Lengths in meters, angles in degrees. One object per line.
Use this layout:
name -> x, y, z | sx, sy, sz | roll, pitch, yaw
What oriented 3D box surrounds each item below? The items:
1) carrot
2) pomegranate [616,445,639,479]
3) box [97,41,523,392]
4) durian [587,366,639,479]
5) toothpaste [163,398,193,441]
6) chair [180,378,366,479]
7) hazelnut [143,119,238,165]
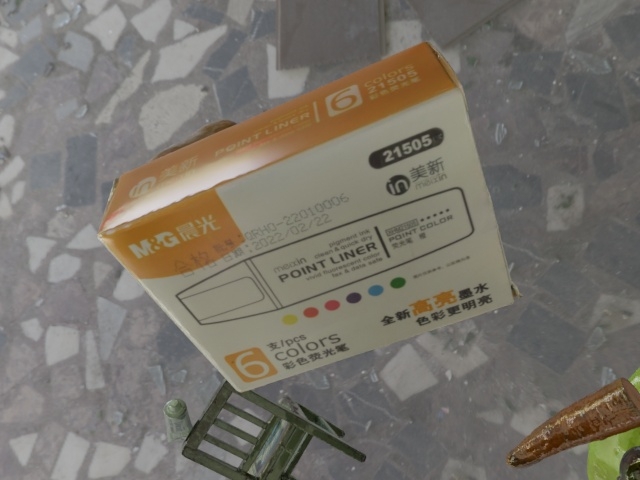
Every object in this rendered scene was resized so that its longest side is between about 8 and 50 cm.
carrot -> 0.330, 0.257, 0.739 | 0.209, 0.061, 0.061 | -44, 71, 32
pomegranate -> 0.435, 0.313, 0.746 | 0.073, 0.084, 0.073 | 1, 84, -13
box -> 0.000, 0.000, 0.449 | 0.273, 0.221, 0.091 | -22, 38, 12
durian -> 0.613, 0.399, 0.997 | 0.255, 0.204, 0.340 | 42, 99, 22
toothpaste -> -0.214, 0.276, 0.834 | 0.048, 0.197, 0.029 | -4, 57, -13
chair -> -0.082, 0.327, 0.905 | 0.270, 0.147, 0.136 | 33, 82, -13
hazelnut -> -0.109, -0.043, 0.576 | 0.150, 0.150, 0.151 | -3, 79, 14
